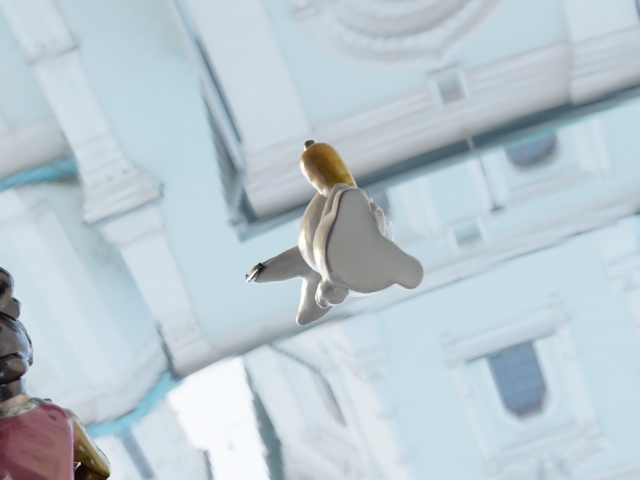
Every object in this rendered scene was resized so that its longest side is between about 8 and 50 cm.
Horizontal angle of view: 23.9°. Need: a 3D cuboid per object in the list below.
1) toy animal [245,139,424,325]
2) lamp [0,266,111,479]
[{"bbox_3d":[0.000,0.000,1.271,0.127,0.131,0.182,-46,-167,-7],"label":"toy animal"},{"bbox_3d":[-0.143,0.146,0.740,0.118,0.253,0.118,-24,173,-3],"label":"lamp"}]
